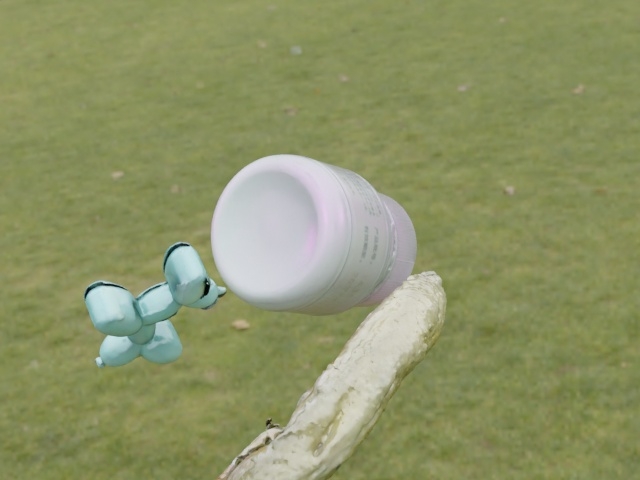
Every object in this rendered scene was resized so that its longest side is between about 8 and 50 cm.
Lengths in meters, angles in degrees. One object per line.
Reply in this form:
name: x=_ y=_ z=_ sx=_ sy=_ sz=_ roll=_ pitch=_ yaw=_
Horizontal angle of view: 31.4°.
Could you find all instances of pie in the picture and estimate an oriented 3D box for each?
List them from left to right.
pie: x=0.012 y=0.154 z=1.050 sx=0.075 sy=0.337 sz=0.337 roll=44 pitch=34 yaw=5

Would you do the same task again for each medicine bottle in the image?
medicine bottle: x=0.000 y=0.000 z=1.807 sx=0.241 sy=0.241 sz=0.302 roll=6 pitch=-3 yaw=32

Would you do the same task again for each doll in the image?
doll: x=-0.173 y=0.078 z=1.162 sx=0.159 sy=0.158 sz=0.059 roll=-30 pitch=63 yaw=1
